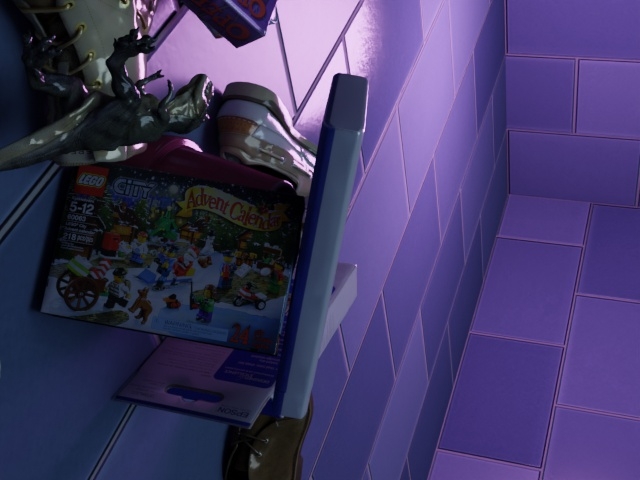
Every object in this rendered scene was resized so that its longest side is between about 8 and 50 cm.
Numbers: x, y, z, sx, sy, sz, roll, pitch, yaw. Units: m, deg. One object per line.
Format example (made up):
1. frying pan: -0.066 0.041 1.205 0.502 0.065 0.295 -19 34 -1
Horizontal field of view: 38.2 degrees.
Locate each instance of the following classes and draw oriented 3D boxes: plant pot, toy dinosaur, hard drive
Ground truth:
1. plant pot: -0.127 -0.012 1.032 0.201 0.180 0.201 8 90 -70
2. toy dinosaur: -0.194 -0.117 0.778 0.268 0.064 0.118 -20 138 -30
3. hard drive: 0.000 0.000 0.995 0.210 0.040 0.318 -80 -179 -66

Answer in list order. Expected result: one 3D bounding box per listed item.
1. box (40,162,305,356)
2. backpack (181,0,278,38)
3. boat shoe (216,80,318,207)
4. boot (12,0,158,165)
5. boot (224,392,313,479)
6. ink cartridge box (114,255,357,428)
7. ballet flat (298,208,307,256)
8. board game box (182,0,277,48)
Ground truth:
1. box: -0.143 0.016 0.917 0.044 0.233 0.159 86 14 -81
2. backpack: -0.104 -0.321 1.028 0.188 0.144 0.166 64 11 -71
3. boat shoe: -0.063 -0.102 1.307 0.302 0.113 0.103 43 57 -54
4. boot: -0.229 -0.167 0.829 0.262 0.095 0.203 -20 117 -71
5. boot: -0.086 0.286 1.383 0.115 0.112 0.305 -32 130 -52
6. ink cartridge box: -0.091 0.129 1.187 0.371 0.176 0.069 -51 144 -56
7. ballet flat: -0.037 0.000 1.458 0.203 0.074 0.074 -63 152 -45
8. board game box: -0.151 -0.357 0.812 0.347 0.056 0.208 39 52 -34
